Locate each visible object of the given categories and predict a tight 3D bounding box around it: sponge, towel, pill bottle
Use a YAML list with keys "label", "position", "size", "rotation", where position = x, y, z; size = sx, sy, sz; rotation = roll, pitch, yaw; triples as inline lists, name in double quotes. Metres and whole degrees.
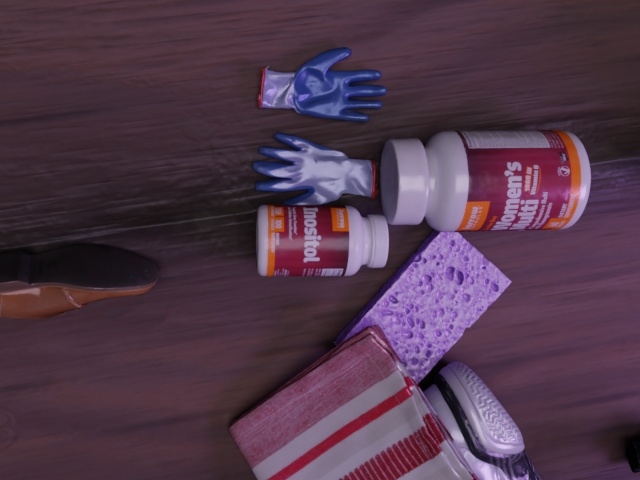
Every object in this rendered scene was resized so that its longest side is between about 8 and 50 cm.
- label: "sponge"
  position: [0.130, 0.091, 0.818]
  size: [0.117, 0.031, 0.210]
  rotation: [42, 90, -10]
- label: "towel"
  position: [0.057, 0.293, 0.730]
  size: [0.237, 0.037, 0.329]
  rotation: [-39, 69, 13]
- label: "pill bottle"
  position: [0.189, -0.070, 0.760]
  size: [0.221, 0.121, 0.121]
  rotation: [-2, 97, -7]
- label: "pill bottle"
  position: [0.000, 0.000, 0.763]
  size: [0.152, 0.086, 0.086]
  rotation: [0, 97, -8]

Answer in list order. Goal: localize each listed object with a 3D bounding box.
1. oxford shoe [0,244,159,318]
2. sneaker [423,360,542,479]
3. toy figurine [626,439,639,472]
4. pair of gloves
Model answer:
- label: "oxford shoe"
  position: [-0.297, 0.054, 0.752]
  size: [0.212, 0.076, 0.076]
  rotation: [-1, 127, -9]
- label: "sneaker"
  position: [0.193, 0.351, 0.811]
  size: [0.210, 0.137, 0.365]
  rotation: [-33, 96, -1]
- label: "toy figurine"
  position: [0.496, 0.362, 0.806]
  size: [0.148, 0.213, 0.209]
  rotation: [-6, 97, 8]
- label: "pair of gloves"
  position: [-0.001, -0.135, 0.779]
  size: [0.159, 0.023, 0.198]
  rotation: [2, 98, -9]
